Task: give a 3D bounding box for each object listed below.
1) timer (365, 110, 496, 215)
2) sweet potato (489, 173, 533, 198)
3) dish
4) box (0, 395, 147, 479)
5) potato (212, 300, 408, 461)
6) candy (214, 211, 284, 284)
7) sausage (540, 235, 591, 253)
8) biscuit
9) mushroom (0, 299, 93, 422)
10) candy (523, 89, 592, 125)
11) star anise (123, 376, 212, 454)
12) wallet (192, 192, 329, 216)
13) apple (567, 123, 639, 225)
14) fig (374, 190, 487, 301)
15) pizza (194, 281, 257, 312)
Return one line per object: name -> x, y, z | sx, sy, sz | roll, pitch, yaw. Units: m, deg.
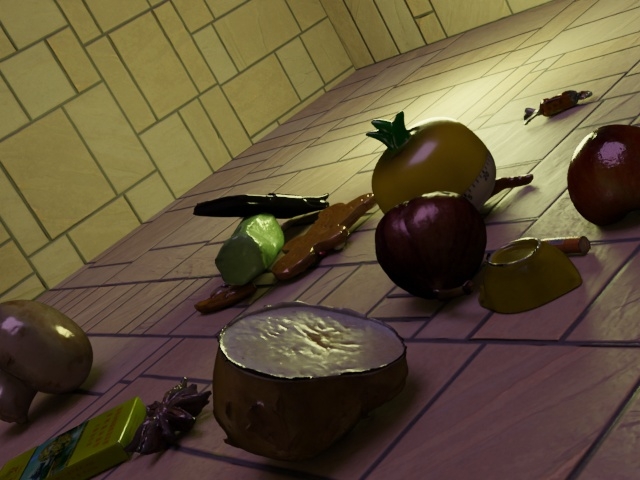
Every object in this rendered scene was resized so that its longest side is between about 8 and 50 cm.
timer -> 0.208, -0.163, 1.943 | 0.285, 0.285, 0.285 | -27, 16, 9
sweet potato -> 0.370, -0.108, 1.976 | 0.179, 0.044, 0.044 | -27, 16, 12
dish -> 0.328, 0.047, 1.519 | 0.207, 0.080, 0.149 | -8, 26, 48
box -> -0.511, 0.438, 1.835 | 0.334, 0.047, 0.187 | -28, 17, 9
potato -> -0.026, 0.228, 1.415 | 0.299, 0.196, 0.246 | -5, 27, -27
candy -> -0.179, 0.018, 2.309 | 0.142, 0.132, 0.343 | -17, 9, 8
sausage -> 0.410, 0.009, 1.577 | 0.031, 0.031, 0.107 | -39, 18, -29
biscuit -> 0.000, 0.000, 2.279 | 0.216, 0.047, 0.340 | -18, 22, 43
mushroom -> -0.721, 0.299, 2.258 | 0.290, 0.297, 0.297 | -57, 21, -7
candy -> 0.586, -0.342, 2.300 | 0.182, 0.046, 0.053 | -23, 19, 15
star anise -> -0.289, 0.339, 1.728 | 0.182, 0.065, 0.195 | -41, 23, -20
wallet -> -0.152, -0.094, 2.508 | 0.197, 0.051, 0.377 | -14, -8, 43
apple -> 0.516, -0.112, 1.581 | 0.195, 0.160, 0.173 | -25, 37, 38
fig -> 0.201, 0.040, 1.642 | 0.203, 0.186, 0.250 | -11, 53, 13
pizza -> -0.212, 0.116, 2.309 | 0.184, 0.036, 0.176 | -17, 20, 36
